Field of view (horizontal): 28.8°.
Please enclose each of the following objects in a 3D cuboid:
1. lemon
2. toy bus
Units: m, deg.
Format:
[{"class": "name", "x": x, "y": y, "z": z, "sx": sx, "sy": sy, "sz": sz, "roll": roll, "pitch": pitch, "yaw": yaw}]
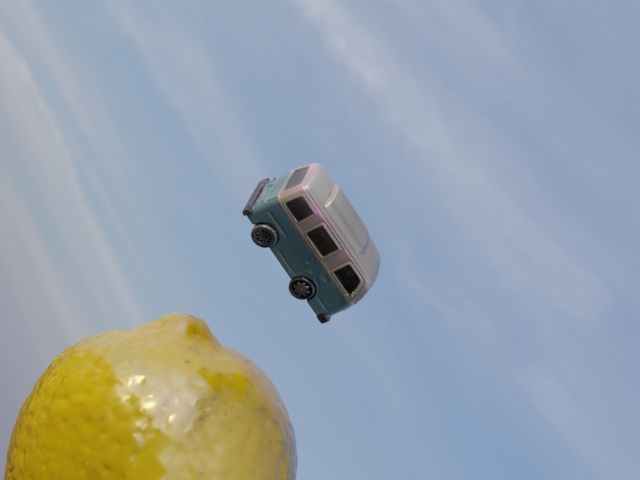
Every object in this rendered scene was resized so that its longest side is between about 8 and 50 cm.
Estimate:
[{"class": "lemon", "x": -0.144, "y": 0.213, "z": 1.056, "sx": 0.253, "sy": 0.253, "sz": 0.310, "roll": 32, "pitch": -65, "yaw": 61}, {"class": "toy bus", "x": 0.000, "y": 0.000, "z": 1.028, "sx": 0.123, "sy": 0.075, "sz": 0.060, "roll": 55, "pitch": 29, "yaw": -20}]
